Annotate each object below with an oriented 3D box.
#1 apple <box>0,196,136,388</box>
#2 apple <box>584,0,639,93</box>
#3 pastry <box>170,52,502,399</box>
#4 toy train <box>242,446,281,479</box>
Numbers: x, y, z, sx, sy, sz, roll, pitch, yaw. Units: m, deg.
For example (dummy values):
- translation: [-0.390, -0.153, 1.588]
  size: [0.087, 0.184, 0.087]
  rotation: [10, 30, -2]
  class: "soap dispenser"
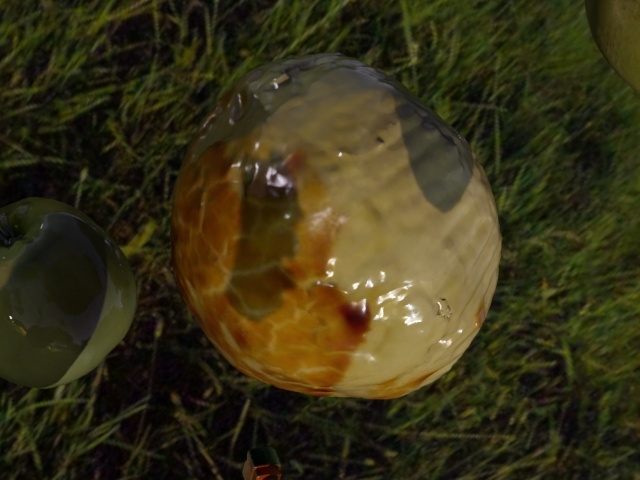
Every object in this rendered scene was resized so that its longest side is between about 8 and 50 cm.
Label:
- translation: [-0.390, 0.072, 1.233]
  size: [0.262, 0.262, 0.262]
  rotation: [28, 39, -25]
  class: "apple"
- translation: [0.476, -0.312, 1.089]
  size: [0.279, 0.279, 0.279]
  rotation: [28, 39, -25]
  class: "apple"
- translation: [0.000, 0.000, 0.949]
  size: [0.313, 0.388, 0.388]
  rotation: [-39, 85, -16]
  class: "pastry"
- translation: [-0.054, 0.269, 0.889]
  size: [0.044, 0.064, 0.103]
  rotation: [4, 34, -24]
  class: "toy train"
